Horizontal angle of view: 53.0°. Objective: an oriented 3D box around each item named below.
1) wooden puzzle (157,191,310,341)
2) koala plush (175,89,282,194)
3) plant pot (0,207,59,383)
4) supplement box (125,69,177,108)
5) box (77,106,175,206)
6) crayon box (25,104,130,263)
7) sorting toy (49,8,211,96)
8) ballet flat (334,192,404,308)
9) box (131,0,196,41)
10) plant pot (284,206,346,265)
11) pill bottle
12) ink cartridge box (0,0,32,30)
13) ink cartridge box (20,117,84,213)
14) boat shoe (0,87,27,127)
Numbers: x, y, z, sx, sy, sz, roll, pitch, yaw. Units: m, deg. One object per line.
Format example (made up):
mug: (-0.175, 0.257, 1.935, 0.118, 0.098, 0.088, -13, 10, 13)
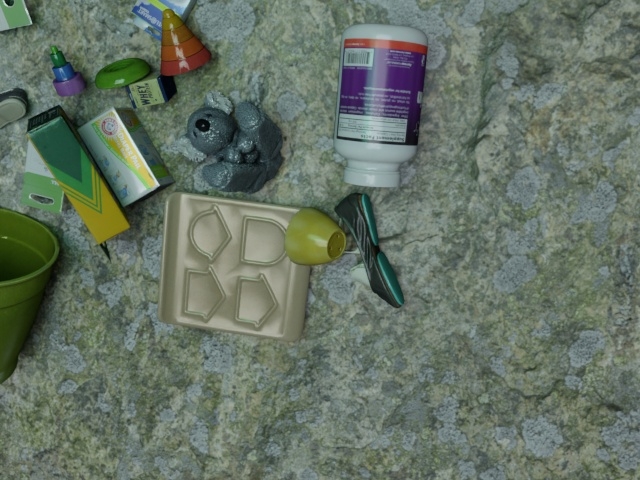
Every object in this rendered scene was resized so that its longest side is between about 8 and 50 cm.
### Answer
wooden puzzle: (-0.197, 0.059, 1.517, 0.347, 0.080, 0.322, 7, 102, 0)
koala plush: (-0.211, -0.221, 1.428, 0.221, 0.203, 0.196, 31, 95, 22)
plant pot: (-0.822, 0.154, 1.493, 0.366, 0.366, 0.353, 18, 114, 3)
supplement box: (-0.380, -0.343, 1.445, 0.083, 0.083, 0.056, -9, 118, 9)
box: (-0.444, -0.194, 1.473, 0.103, 0.114, 0.203, -28, 96, 10)
crayon box: (-0.520, -0.128, 1.417, 0.083, 0.203, 0.323, -30, 117, -11)
sorting toy: (-0.429, -0.416, 1.402, 0.365, 0.127, 0.126, -10, 124, 8)
ballet flat: (0.105, 0.030, 1.470, 0.096, 0.095, 0.281, -20, 88, 20)
box: (-0.340, -0.537, 1.429, 0.109, 0.042, 0.178, 33, 102, 0)
plant pot: (0.000, 0.000, 1.423, 0.095, 0.134, 0.134, 17, 106, 39)
pill bottle: (0.122, -0.281, 1.353, 0.181, 0.181, 0.323, 6, 102, 6)
ink cartridge box: (-0.779, -0.554, 1.452, 0.235, 0.056, 0.171, -9, 116, 7)
ink cartridge box: (-0.635, -0.179, 1.526, 0.108, 0.062, 0.209, 15, 103, 3)
boat shoe: (-0.788, -0.308, 1.532, 0.206, 0.075, 0.065, -15, 56, 15)
